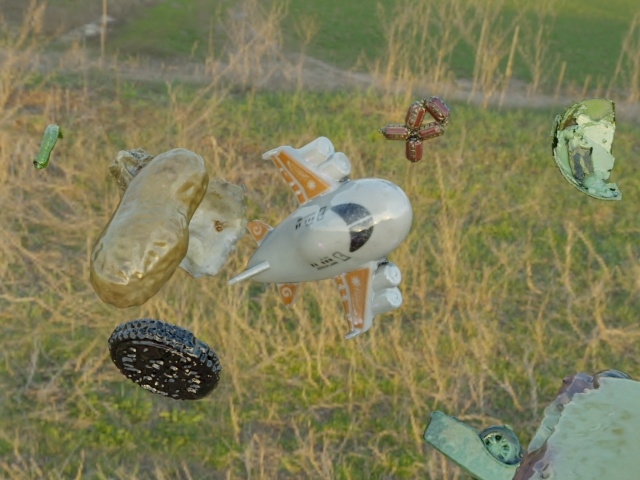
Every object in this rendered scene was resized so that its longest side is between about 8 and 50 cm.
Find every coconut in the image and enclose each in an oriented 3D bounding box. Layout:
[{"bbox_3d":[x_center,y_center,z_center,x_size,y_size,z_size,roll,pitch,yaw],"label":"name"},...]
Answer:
[{"bbox_3d":[0.381,-0.134,1.127,0.133,0.158,0.055,21,-20,-11],"label":"coconut"}]

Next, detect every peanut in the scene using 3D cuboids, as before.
[{"bbox_3d":[-0.203,-0.018,0.954,0.108,0.095,0.226,1,56,30],"label":"peanut"}]

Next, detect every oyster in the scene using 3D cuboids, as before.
[{"bbox_3d":[-0.228,-0.054,1.216,0.233,0.161,0.107,38,-20,-16],"label":"oyster"}]

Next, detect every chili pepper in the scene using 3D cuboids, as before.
[{"bbox_3d":[-0.272,-0.097,0.778,0.017,0.030,0.083,16,35,-13],"label":"chili pepper"}]

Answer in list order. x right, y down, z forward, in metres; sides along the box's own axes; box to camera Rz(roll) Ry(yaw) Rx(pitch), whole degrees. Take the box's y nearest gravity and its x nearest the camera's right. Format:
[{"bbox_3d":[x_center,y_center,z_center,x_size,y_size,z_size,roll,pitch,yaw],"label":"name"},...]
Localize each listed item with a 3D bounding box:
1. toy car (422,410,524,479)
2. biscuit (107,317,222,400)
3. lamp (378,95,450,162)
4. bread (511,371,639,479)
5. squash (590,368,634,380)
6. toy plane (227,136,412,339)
[{"bbox_3d":[0.263,0.302,0.879,0.320,0.097,0.141,29,-9,25],"label":"toy car"},{"bbox_3d":[-0.248,0.193,1.246,0.194,0.194,0.053,11,50,8],"label":"biscuit"},{"bbox_3d":[0.119,-0.141,0.949,0.063,0.083,0.031,42,31,-3],"label":"lamp"},{"bbox_3d":[0.188,0.240,0.502,0.187,0.155,0.338,13,34,31],"label":"bread"},{"bbox_3d":[0.646,0.381,1.789,0.193,0.193,0.156,-18,41,-41],"label":"squash"},{"bbox_3d":[0.000,0.000,0.931,0.244,0.245,0.117,22,25,28],"label":"toy plane"}]
